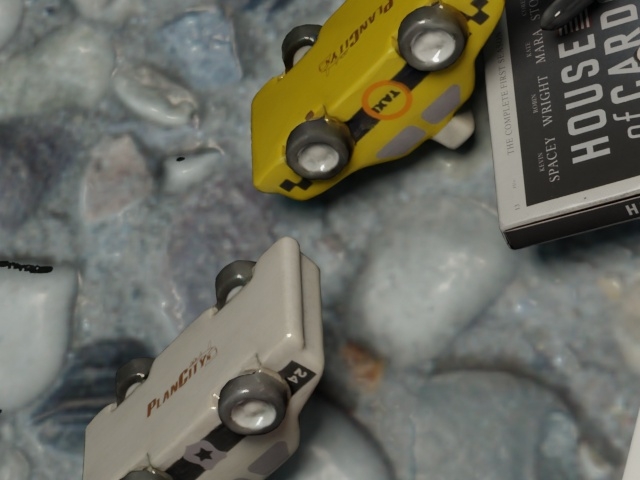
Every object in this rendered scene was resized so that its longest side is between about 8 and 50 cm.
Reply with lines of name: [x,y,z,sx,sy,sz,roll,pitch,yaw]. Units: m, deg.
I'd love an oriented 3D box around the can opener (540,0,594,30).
can opener: [0.171,-0.182,1.064,0.059,0.073,0.186,36,70,7]

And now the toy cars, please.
toy cars: [0.000,0.000,1.072,0.394,0.087,0.176,-63,26,-6]

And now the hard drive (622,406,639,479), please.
hard drive: [0.242,0.141,0.945,0.203,0.040,0.308,10,75,26]

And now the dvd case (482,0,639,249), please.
dvd case: [0.202,-0.100,1.036,0.238,0.029,0.179,-15,52,17]
